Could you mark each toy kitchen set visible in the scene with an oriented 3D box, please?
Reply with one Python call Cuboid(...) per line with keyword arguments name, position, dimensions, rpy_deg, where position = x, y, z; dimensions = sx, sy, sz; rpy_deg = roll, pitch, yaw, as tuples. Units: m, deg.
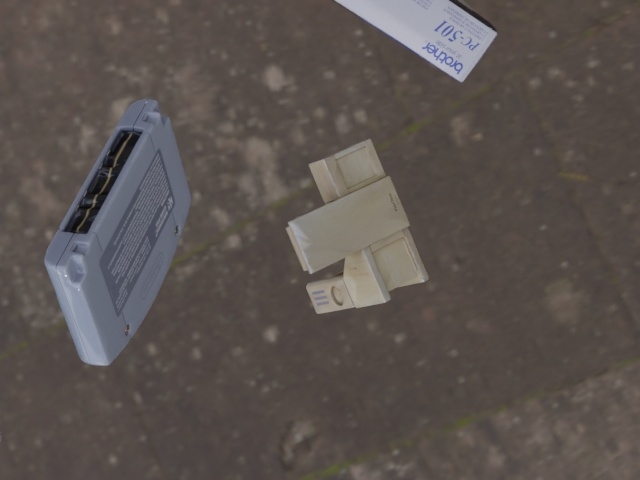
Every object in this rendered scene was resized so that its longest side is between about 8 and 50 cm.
Cuboid(name="toy kitchen set", position=(0.000, 0.000, 0.896), dimensions=(0.075, 0.068, 0.083), rpy_deg=(-15, 99, 59))

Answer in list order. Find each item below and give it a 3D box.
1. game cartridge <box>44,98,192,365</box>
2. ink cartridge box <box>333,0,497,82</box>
Cuboid(name="game cartridge", position=(-0.067, -0.001, 0.557), dimensions=(0.017, 0.083, 0.056), rpy_deg=(4, 135, 20))
Cuboid(name="ink cartridge box", position=(0.015, -0.186, 1.089), dimensions=(0.046, 0.207, 0.097), rpy_deg=(-54, 29, 13))
